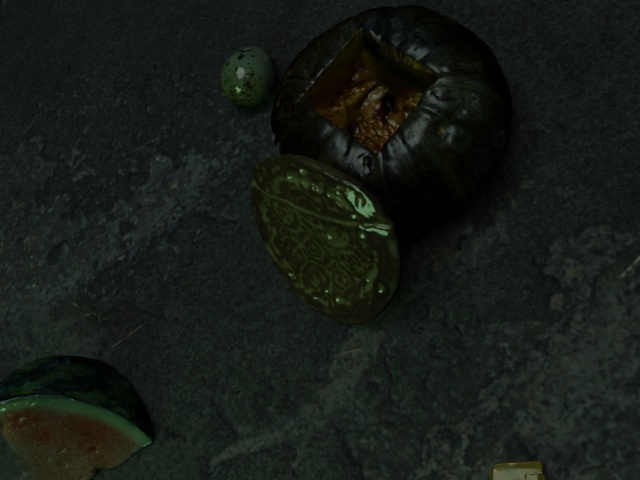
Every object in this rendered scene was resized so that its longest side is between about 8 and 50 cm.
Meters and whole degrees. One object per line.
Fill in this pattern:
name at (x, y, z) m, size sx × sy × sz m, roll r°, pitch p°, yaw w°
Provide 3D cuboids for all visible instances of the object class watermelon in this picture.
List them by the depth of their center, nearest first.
watermelon at (-0.351, 0.256, 1.044) m, size 0.136 × 0.207 × 0.202 m, roll -15°, pitch 75°, yaw 48°

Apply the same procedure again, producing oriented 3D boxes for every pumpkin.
pumpkin at (0.087, -0.157, 0.997) m, size 0.321 × 0.192 × 0.320 m, roll -8°, pitch 68°, yaw 19°

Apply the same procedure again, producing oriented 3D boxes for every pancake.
pancake at (0.000, 0.000, 0.958) m, size 0.250 × 0.250 × 0.031 m, roll 25°, pitch 47°, yaw 32°

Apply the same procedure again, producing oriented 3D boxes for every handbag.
handbag at (0.220, 0.285, 0.831) m, size 0.061 × 0.027 × 0.083 m, roll -12°, pitch 65°, yaw 19°

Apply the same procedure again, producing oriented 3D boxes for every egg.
egg at (-0.113, -0.262, 1.208) m, size 0.085 × 0.085 × 0.110 m, roll -5°, pitch 47°, yaw 24°
